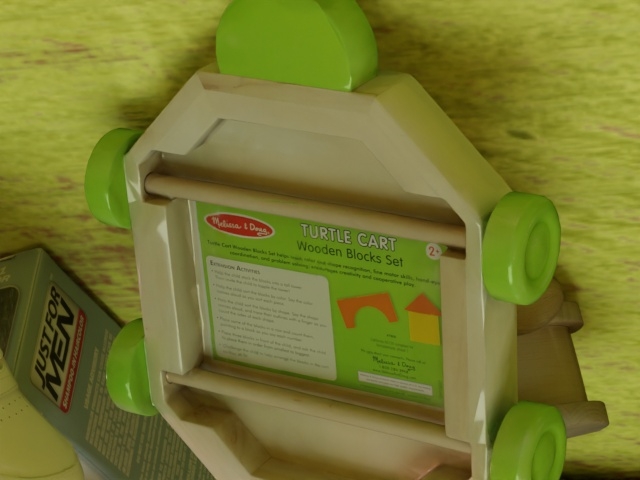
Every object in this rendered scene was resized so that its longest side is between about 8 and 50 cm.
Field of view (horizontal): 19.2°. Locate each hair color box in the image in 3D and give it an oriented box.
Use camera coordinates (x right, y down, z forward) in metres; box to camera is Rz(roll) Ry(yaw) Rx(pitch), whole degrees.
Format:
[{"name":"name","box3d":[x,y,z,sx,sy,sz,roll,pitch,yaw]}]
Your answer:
[{"name":"hair color box","box3d":[-0.169,0.168,1.296,0.185,0.113,0.374,-14,138,25]}]

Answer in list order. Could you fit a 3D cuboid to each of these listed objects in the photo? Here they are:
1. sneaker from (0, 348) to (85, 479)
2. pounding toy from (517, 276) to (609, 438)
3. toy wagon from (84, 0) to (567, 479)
[{"name":"sneaker","box3d":[-0.245,0.044,1.052,0.305,0.114,0.152,38,115,11]},{"name":"pounding toy","box3d":[0.075,0.062,1.157,0.154,0.155,0.269,-3,164,-38]},{"name":"toy wagon","box3d":[0.000,0.000,1.001,0.267,0.068,0.344,10,117,30]}]
